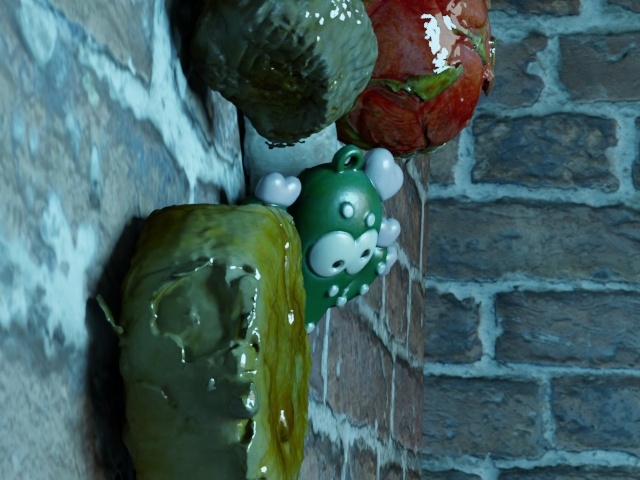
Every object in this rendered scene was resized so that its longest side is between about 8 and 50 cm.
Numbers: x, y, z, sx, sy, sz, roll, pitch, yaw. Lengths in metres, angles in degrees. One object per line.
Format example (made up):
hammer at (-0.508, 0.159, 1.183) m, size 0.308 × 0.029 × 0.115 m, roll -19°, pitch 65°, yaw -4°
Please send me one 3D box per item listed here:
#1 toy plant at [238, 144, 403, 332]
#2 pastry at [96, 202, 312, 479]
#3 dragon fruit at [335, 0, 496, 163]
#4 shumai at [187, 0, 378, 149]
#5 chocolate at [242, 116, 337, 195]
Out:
toy plant at (-0.003, -0.001, 1.675) m, size 0.232 × 0.112 × 0.243 m, roll -26°, pitch 138°, yaw -28°
pastry at (-0.087, 0.115, 1.318) m, size 0.329 × 0.136 × 0.330 m, roll 0°, pitch 90°, yaw -81°
dragon fruit at (0.087, -0.259, 1.914) m, size 0.277 × 0.277 × 0.343 m, roll -47°, pitch 126°, yaw -75°
shumai at (-0.030, -0.229, 1.476) m, size 0.218 × 0.183 × 0.185 m, roll 48°, pitch 43°, yaw -50°
chocolate at (-0.027, -0.082, 1.784) m, size 0.185 × 0.100 × 0.303 m, roll -78°, pitch 168°, yaw -60°
